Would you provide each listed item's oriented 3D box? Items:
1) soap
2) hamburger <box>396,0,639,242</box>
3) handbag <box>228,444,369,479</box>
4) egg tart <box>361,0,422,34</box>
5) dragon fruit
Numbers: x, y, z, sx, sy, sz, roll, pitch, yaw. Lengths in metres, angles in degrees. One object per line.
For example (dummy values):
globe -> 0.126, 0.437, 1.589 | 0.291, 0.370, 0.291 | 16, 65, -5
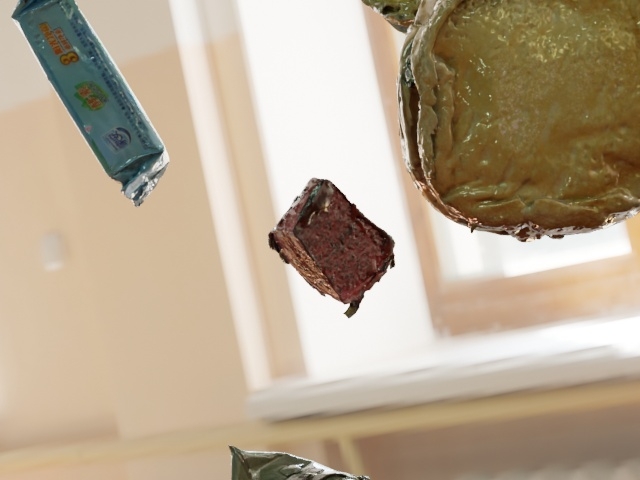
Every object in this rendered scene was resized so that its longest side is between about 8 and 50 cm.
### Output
soap -> -0.271, -0.181, 2.159 | 0.077, 0.293, 0.156 | -32, 1, -2
hamburger -> 0.184, -0.131, 1.450 | 0.286, 0.243, 0.146 | -49, 20, 8
handbag -> 0.021, 0.290, 1.796 | 0.270, 0.182, 0.117 | 15, 53, 36
egg tart -> 0.108, -0.306, 1.733 | 0.098, 0.232, 0.252 | -14, 16, -43
dragon fruit -> 0.000, 0.000, 1.983 | 0.096, 0.147, 0.102 | 3, 49, 51
